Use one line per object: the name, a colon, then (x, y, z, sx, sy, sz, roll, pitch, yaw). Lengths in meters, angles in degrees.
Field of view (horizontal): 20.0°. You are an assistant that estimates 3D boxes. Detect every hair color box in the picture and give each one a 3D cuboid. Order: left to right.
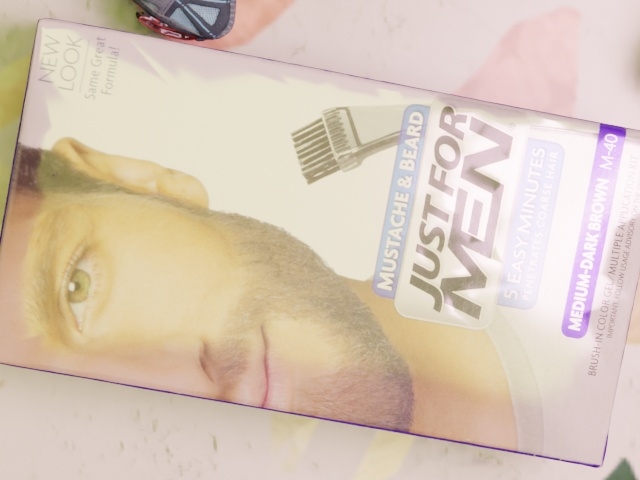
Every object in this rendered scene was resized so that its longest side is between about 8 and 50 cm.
hair color box: (0.000, 0.000, 0.989, 0.339, 0.110, 0.185, 10, 94, -4)

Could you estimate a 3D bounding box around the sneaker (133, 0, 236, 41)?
sneaker: (-0.006, -0.212, 0.991, 0.262, 0.104, 0.125, -39, 114, 2)
